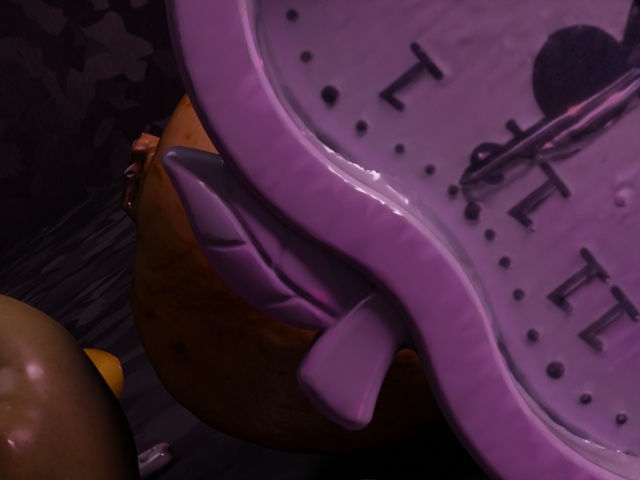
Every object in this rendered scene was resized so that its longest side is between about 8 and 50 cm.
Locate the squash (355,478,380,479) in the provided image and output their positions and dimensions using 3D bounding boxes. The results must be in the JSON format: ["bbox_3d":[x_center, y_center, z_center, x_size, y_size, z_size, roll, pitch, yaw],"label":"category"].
[{"bbox_3d":[0.010,0.138,0.830,0.083,0.027,0.027,-23,16,48],"label":"squash"}]

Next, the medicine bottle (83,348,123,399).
[{"bbox_3d":[-0.262,0.182,1.334,0.095,0.064,0.260,-26,13,44],"label":"medicine bottle"}]

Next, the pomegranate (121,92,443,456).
[{"bbox_3d":[0.000,0.000,0.874,0.248,0.248,0.248,-33,11,8],"label":"pomegranate"}]

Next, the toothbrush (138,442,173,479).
[{"bbox_3d":[-0.270,0.239,1.192,0.386,0.040,0.040,-32,12,14],"label":"toothbrush"}]

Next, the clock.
[{"bbox_3d":[0.114,-0.060,0.568,0.338,0.338,0.102,-34,8,5],"label":"clock"}]

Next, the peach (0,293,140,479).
[{"bbox_3d":[-0.237,0.165,0.869,0.292,0.247,0.292,-59,-16,-27],"label":"peach"}]
